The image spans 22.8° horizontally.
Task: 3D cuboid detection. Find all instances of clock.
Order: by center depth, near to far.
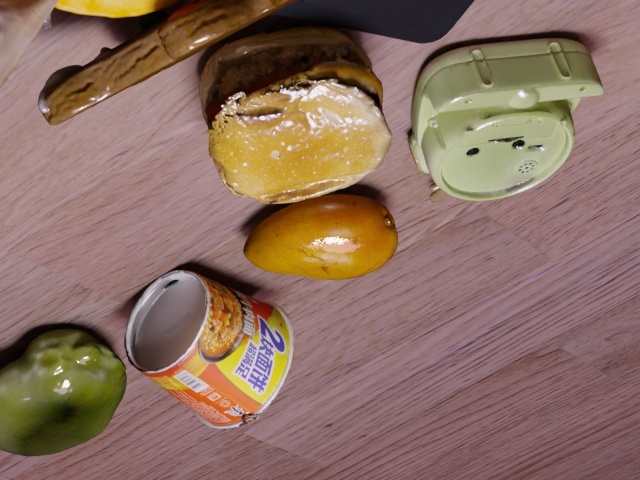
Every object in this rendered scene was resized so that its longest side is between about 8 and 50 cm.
[{"bbox_3d":[0.096,-0.336,1.818,0.273,0.049,0.279,6,142,-31],"label":"clock"},{"bbox_3d":[0.236,-0.142,2.135,0.235,0.096,0.308,-8,148,-13],"label":"clock"}]

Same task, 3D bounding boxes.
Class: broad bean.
[{"bbox_3d":[-0.408,0.236,2.408,0.238,0.119,0.291,-10,151,-26],"label":"broad bean"}]

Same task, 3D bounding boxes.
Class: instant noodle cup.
[{"bbox_3d":[-0.170,0.150,2.315,0.213,0.213,0.174,-32,137,24],"label":"instant noodle cup"}]

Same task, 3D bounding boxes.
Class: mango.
[{"bbox_3d":[0.000,0.000,2.231,0.219,0.112,0.145,-8,152,-8],"label":"mango"}]

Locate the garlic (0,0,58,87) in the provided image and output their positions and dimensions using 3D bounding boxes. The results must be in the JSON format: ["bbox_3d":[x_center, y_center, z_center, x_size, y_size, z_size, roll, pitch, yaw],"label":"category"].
[{"bbox_3d":[-0.381,-0.164,1.510,0.338,0.196,0.151,-32,104,31],"label":"garlic"}]

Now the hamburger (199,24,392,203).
[{"bbox_3d":[-0.034,-0.159,1.934,0.244,0.163,0.244,-6,142,-4],"label":"hamburger"}]

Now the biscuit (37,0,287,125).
[{"bbox_3d":[-0.098,-0.253,1.685,0.432,0.064,0.283,-22,-171,38],"label":"biscuit"}]

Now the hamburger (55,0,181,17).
[{"bbox_3d":[-0.208,-0.342,1.562,0.246,0.170,0.246,-3,154,-2],"label":"hamburger"}]
